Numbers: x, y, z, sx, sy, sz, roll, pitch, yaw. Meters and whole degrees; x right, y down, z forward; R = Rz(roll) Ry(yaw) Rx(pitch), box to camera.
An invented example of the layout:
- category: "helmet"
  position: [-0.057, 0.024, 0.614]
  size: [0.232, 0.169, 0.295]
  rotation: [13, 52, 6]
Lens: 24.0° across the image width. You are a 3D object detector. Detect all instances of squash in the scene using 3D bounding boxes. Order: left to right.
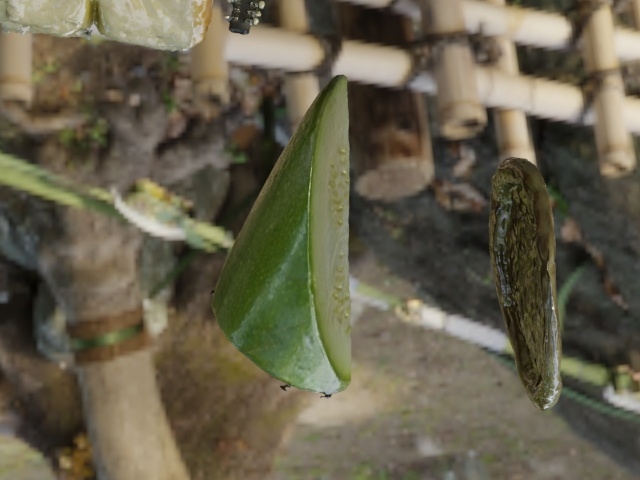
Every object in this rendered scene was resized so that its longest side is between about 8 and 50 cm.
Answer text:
- category: "squash"
  position: [0.000, 0.000, 1.573]
  size: [0.288, 0.203, 0.111]
  rotation: [-57, 162, 20]

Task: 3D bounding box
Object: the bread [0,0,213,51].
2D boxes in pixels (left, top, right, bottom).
- category: "bread"
  position: [-0.249, -0.449, 1.690]
  size: [0.279, 0.371, 0.390]
  rotation: [1, 127, -9]

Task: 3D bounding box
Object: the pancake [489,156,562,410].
- category: "pancake"
  position: [0.200, 0.041, 1.441]
  size: [0.031, 0.250, 0.250]
  rotation: [-6, 157, -4]

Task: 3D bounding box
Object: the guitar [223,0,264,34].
- category: "guitar"
  position: [-0.038, -0.247, 1.100]
  size: [0.088, 0.233, 0.025]
  rotation: [11, 153, 1]
